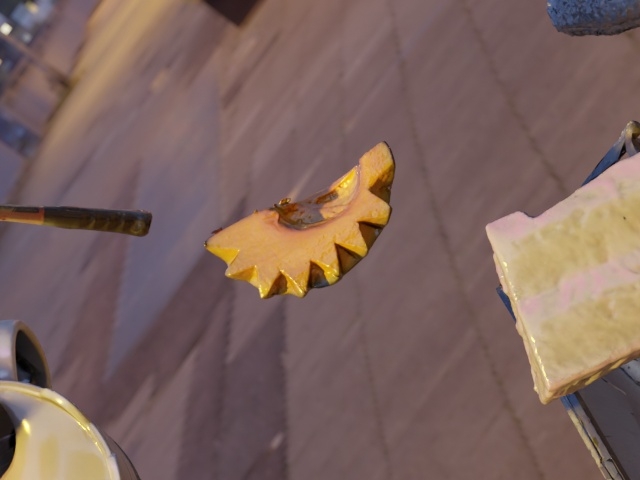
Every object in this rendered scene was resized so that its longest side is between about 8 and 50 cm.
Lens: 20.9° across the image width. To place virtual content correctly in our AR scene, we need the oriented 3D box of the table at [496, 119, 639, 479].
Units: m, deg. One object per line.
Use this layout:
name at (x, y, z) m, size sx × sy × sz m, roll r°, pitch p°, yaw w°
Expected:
table at (0.413, 0.091, 1.910) m, size 0.272 × 0.222 × 0.335 m, roll -54°, pitch 45°, yaw 30°

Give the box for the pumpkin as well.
pumpkin at (0.000, 0.000, 2.128) m, size 0.254 × 0.130 × 0.149 m, roll -31°, pitch -11°, yaw -4°

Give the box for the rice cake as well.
rice cake at (0.233, -0.022, 0.940) m, size 0.298 × 0.106 × 0.050 m, roll -25°, pitch -12°, yaw 2°

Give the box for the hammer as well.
hammer at (-0.294, -0.026, 1.841) m, size 0.111 × 0.287 × 0.033 m, roll 23°, pitch 103°, yaw 44°

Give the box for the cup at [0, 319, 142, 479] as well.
cup at (-0.261, 0.215, 1.497) m, size 0.257 × 0.219 × 0.290 m, roll 78°, pitch -176°, yaw -74°

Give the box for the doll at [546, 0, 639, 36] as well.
doll at (0.345, -0.287, 1.583) m, size 0.340 × 0.158 × 0.246 m, roll -2°, pitch 60°, yaw 36°
